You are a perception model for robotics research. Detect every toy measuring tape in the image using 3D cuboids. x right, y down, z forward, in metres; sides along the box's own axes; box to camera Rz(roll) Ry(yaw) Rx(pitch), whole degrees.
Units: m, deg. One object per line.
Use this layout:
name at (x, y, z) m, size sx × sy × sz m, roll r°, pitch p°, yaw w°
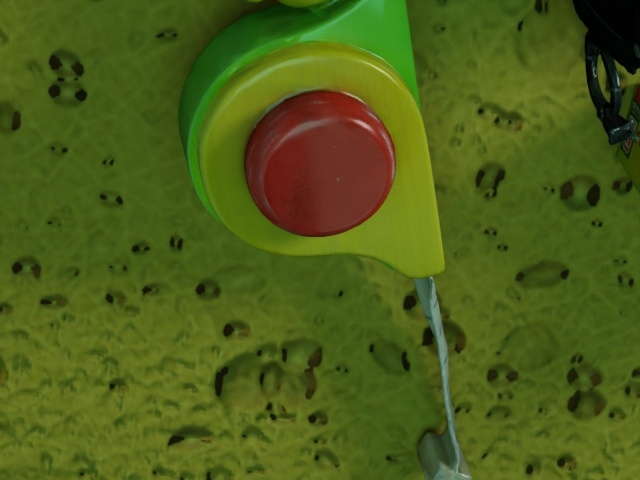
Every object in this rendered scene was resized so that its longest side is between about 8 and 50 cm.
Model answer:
toy measuring tape at (0.000, 0.000, 0.834) m, size 0.121 × 0.121 × 0.330 m, roll -10°, pitch 121°, yaw 2°

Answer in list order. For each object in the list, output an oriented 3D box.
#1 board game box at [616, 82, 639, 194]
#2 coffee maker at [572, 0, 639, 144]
board game box at (0.245, -0.029, 0.833) m, size 0.181 × 0.092 × 0.043 m, roll 11°, pitch 110°, yaw -6°
coffee maker at (0.205, -0.150, 0.762) m, size 0.178 × 0.120 × 0.171 m, roll -14°, pitch 150°, yaw -11°
